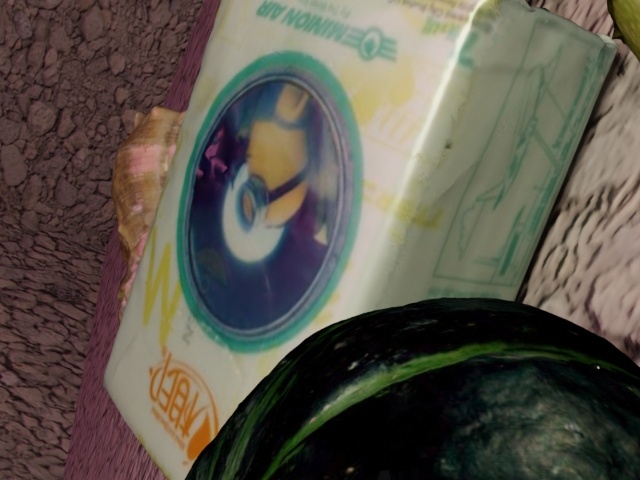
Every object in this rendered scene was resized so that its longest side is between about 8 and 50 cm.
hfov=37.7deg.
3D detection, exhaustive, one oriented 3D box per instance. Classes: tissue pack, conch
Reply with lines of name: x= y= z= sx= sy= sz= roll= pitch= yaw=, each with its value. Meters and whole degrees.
tissue pack: x=0.000 y=0.000 z=0.668 sx=0.287 sy=0.162 sz=0.388 roll=34 pitch=109 yaw=50
conch: x=-0.081 y=0.017 z=0.962 sx=0.297 sy=0.210 sz=0.352 roll=0 pitch=91 yaw=48

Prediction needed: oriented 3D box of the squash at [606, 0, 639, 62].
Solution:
squash: x=0.191 y=-0.068 z=0.294 sx=0.170 sy=0.170 sz=0.122 roll=-52 pitch=44 yaw=49

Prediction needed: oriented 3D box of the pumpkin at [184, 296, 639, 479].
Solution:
pumpkin: x=0.030 y=0.170 z=0.408 sx=0.315 sy=0.238 sz=0.315 roll=-58 pitch=19 yaw=32
